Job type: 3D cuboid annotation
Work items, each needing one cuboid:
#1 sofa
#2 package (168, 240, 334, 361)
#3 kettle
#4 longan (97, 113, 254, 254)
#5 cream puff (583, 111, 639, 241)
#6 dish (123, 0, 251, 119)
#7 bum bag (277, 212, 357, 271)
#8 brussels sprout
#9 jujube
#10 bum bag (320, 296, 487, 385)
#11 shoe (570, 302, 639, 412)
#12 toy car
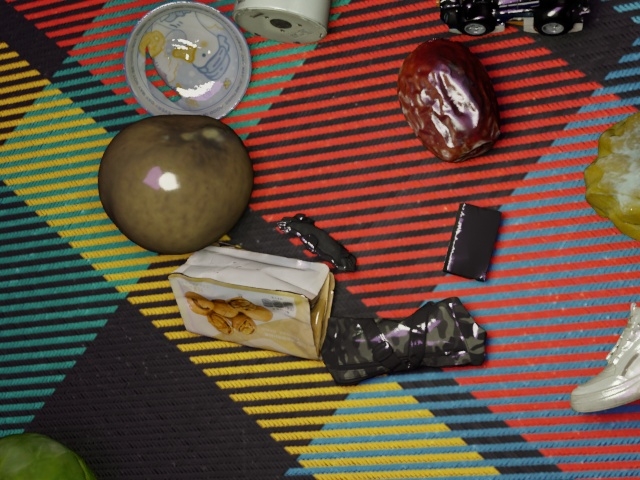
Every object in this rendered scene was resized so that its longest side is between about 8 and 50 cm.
[{"bbox_3d":[0.304,0.004,1.594,0.085,0.060,0.147,14,88,1],"label":"sofa"},{"bbox_3d":[-0.131,0.110,1.676,0.311,0.221,0.165,9,47,19],"label":"package"},{"bbox_3d":[-0.089,-0.608,1.681,0.265,0.205,0.318,11,87,-6],"label":"kettle"},{"bbox_3d":[-0.298,-0.120,1.655,0.319,0.319,0.319,-2,84,16],"label":"longan"},{"bbox_3d":[0.648,-0.110,1.427,0.323,0.270,0.274,-32,42,10],"label":"cream puff"},{"bbox_3d":[-0.296,-0.401,1.770,0.273,0.134,0.273,-3,113,-8],"label":"dish"},{"bbox_3d":[0.000,0.000,1.662,0.198,0.087,0.049,37,113,18],"label":"bum bag"},{"bbox_3d":[-0.619,0.604,1.684,0.315,0.276,0.371,11,88,21],"label":"brussels sprout"},{"bbox_3d":[0.252,-0.279,1.572,0.183,0.183,0.243,-24,77,13],"label":"jujube"},{"bbox_3d":[0.161,0.202,1.591,0.340,0.095,0.144,-11,97,16],"label":"bum bag"},{"bbox_3d":[0.587,0.196,1.454,0.316,0.124,0.159,-24,79,7],"label":"shoe"},{"bbox_3d":[0.382,-0.500,1.588,0.301,0.118,0.193,2,76,17],"label":"toy car"}]
